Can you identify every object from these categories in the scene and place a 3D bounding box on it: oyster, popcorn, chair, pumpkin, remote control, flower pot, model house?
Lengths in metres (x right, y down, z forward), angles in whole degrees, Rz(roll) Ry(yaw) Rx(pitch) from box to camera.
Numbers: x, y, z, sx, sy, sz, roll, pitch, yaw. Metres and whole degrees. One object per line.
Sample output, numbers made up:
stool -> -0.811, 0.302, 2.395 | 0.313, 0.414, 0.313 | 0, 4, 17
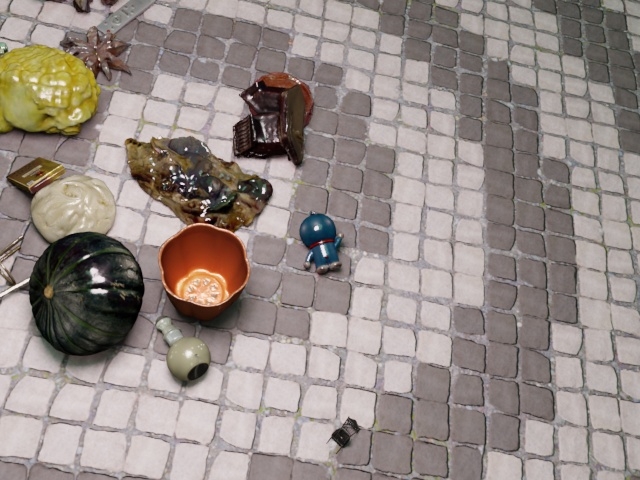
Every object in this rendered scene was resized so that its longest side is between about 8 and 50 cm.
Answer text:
oyster -> -0.294, -0.164, 1.601 | 0.361, 0.096, 0.221 | 39, 55, 7
popcorn -> -0.667, -0.359, 1.579 | 0.286, 0.174, 0.225 | -2, 52, -3
chair -> 0.047, 0.408, 1.404 | 0.037, 0.042, 0.086 | 44, 27, 11
pumpkin -> -0.468, 0.110, 1.364 | 0.250, 0.216, 0.250 | -9, 66, 20
remote control -> -0.527, -0.614, 1.824 | 0.050, 0.027, 0.184 | 37, 66, 10
chair -> -0.688, 0.088, 1.383 | 0.221, 0.104, 0.095 | -37, 92, -29
flower pot -> -0.249, 0.086, 1.428 | 0.190, 0.173, 0.191 | 5, 61, -9
model house -> -0.132, -0.295, 1.669 | 0.164, 0.141, 0.203 | 1, 82, 20

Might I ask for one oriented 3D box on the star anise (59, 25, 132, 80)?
star anise -> -0.575, -0.482, 1.720 | 0.182, 0.065, 0.195 | -9, 63, -16

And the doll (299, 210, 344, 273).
doll -> 0.000, 0.000, 1.582 | 0.114, 0.085, 0.152 | -17, 77, -7

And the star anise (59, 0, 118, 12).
star anise -> -0.645, -0.736, 1.812 | 0.331, 0.117, 0.332 | 1, 63, -2

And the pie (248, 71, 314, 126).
pie -> -0.105, -0.364, 1.767 | 0.182, 0.049, 0.182 | 7, 63, -14

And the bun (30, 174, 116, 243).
bun -> -0.549, -0.074, 1.490 | 0.183, 0.102, 0.183 | 4, 65, -10

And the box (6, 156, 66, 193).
box -> -0.642, -0.149, 1.511 | 0.133, 0.023, 0.090 | 18, 51, 43

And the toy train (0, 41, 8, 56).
toy train -> -0.861, -0.437, 1.632 | 0.194, 0.081, 0.125 | -12, 76, -20

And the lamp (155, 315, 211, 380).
lamp -> -0.299, 0.219, 1.407 | 0.091, 0.091, 0.163 | -31, 57, -24
